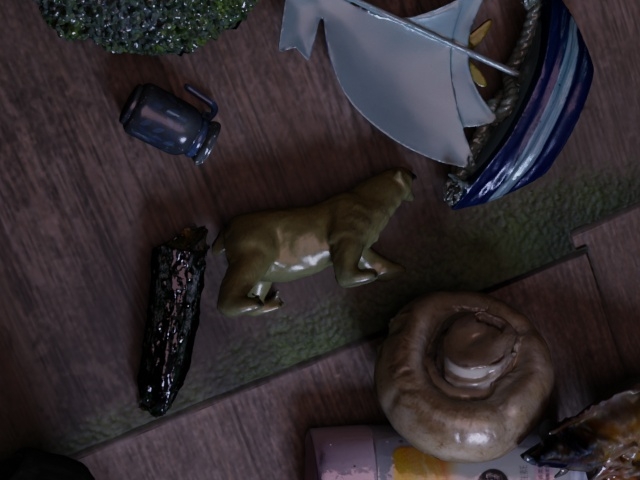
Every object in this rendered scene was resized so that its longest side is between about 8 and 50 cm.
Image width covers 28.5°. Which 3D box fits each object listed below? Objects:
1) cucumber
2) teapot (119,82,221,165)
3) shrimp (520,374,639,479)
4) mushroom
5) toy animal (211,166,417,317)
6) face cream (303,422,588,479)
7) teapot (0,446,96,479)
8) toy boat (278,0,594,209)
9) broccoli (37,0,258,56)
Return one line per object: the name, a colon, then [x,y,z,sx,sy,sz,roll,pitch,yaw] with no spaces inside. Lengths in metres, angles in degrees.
cucumber: [-0.133,0.074,1.132,0.053,0.053,0.181,6,99,-14]
teapot: [-0.132,-0.107,1.112,0.083,0.063,0.049,27,122,-18]
shrimp: [0.295,0.210,1.194,0.317,0.062,0.164,-2,91,-42]
mushroom: [0.129,0.118,1.145,0.166,0.166,0.127,-15,141,-11]
toy animal: [0.000,0.000,1.138,0.219,0.103,0.101,-15,83,-10]
face cream: [0.118,0.226,1.200,0.269,0.073,0.107,0,90,-12]
teapot: [-0.204,0.355,1.052,0.344,0.253,0.300,54,39,-10]
toy boat: [0.100,-0.154,1.139,0.291,0.067,0.220,20,98,-18]
broccoli: [-0.131,-0.244,1.027,0.198,0.226,0.176,33,69,-35]
